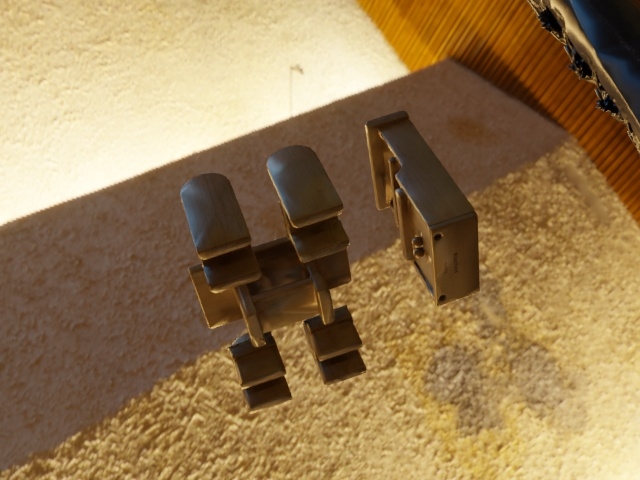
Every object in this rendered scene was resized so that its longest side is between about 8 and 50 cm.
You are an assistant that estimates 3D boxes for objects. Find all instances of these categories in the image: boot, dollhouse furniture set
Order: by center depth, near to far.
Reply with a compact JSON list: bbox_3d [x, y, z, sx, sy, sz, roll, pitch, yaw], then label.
[{"bbox_3d":[0.000,0.000,0.777,0.242,0.212,0.161,-18,-136,-7],"label":"dollhouse furniture set"},{"bbox_3d":[0.422,-0.230,1.101,0.367,0.146,0.445,17,-145,-39],"label":"boot"}]
